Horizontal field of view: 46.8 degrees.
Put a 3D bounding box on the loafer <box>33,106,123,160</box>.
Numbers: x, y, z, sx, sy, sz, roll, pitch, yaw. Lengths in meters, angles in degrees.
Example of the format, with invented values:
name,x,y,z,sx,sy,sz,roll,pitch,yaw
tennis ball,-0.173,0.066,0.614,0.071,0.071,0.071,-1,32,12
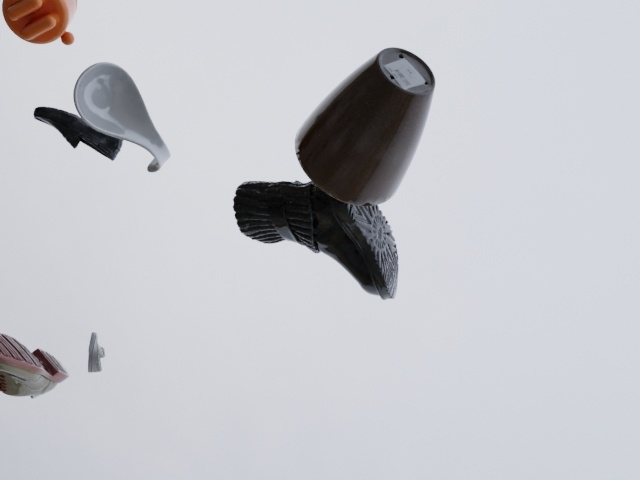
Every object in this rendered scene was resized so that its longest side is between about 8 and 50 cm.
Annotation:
name,x,y,z,sx,sy,sz,roll,pitch,yaw
loafer,-0.603,-0.266,1.832,0.076,0.223,0.078,-3,-113,70

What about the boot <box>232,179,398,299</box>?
name,x,y,z,sx,sy,sz,roll,pitch,yaw
boot,0.001,-0.004,1.517,0.260,0.131,0.348,-8,-49,27

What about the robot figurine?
name,x,y,z,sx,sy,sz,roll,pitch,yaw
robot figurine,-0.560,-0.472,1.487,0.128,0.158,0.219,-61,-159,26

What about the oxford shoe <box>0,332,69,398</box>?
name,x,y,z,sx,sy,sz,roll,pitch,yaw
oxford shoe,-0.743,0.324,1.797,0.130,0.348,0.123,-45,-115,-8

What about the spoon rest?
name,x,y,z,sx,sy,sz,roll,pitch,yaw
spoon rest,-0.399,-0.247,1.533,0.084,0.137,0.276,17,-26,41

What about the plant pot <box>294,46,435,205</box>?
name,x,y,z,sx,sy,sz,roll,pitch,yaw
plant pot,0.096,-0.212,1.279,0.215,0.215,0.230,54,-39,15

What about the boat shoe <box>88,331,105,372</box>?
name,x,y,z,sx,sy,sz,roll,pitch,yaw
boat shoe,-0.472,0.237,1.563,0.035,0.035,0.100,-113,-150,-63
